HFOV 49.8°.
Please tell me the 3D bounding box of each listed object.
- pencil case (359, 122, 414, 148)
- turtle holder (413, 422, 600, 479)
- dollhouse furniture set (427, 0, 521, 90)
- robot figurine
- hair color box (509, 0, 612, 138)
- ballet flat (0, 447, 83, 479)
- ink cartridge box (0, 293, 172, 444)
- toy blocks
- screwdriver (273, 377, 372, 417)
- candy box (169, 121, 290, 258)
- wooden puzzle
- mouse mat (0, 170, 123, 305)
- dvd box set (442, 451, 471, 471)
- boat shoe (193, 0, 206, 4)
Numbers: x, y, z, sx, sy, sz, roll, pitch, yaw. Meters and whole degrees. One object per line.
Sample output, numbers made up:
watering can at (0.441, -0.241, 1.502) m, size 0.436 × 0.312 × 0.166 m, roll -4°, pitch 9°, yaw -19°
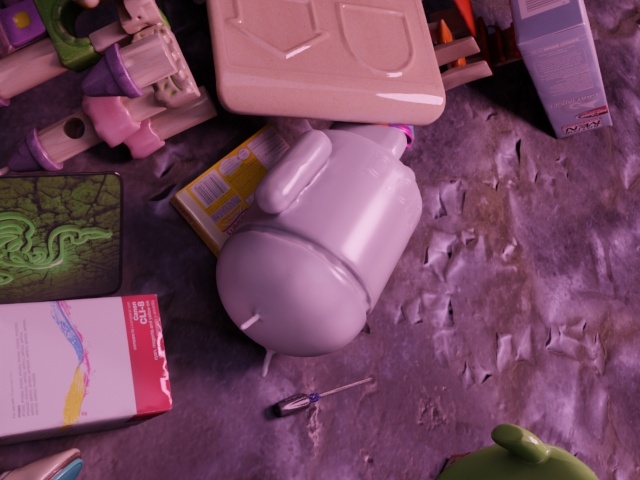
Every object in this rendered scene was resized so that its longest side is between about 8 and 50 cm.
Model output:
pencil case at (0.115, -0.252, 1.134) m, size 0.104 × 0.104 × 0.236 m, roll 21°, pitch 63°, yaw -24°
turtle holder at (0.261, 0.350, 0.794) m, size 0.320 × 0.243 × 0.227 m, roll -45°, pitch 121°, yaw 0°
dollhouse furniture set at (0.253, -0.389, 1.185) m, size 0.259 × 0.135 × 0.262 m, roll 31°, pitch 51°, yaw -57°
robot figurine at (0.000, 0.000, 0.884) m, size 0.353 × 0.200 × 0.300 m, roll -59°, pitch 143°, yaw -28°
hair color box at (0.441, -0.354, 1.266) m, size 0.374 × 0.113 × 0.185 m, roll 31°, pitch 51°, yaw -56°
ballet flat at (-0.333, 0.286, 0.646) m, size 0.086 × 0.086 × 0.248 m, roll 43°, pitch 55°, yaw -11°
ink cartridge box at (-0.265, 0.135, 0.713) m, size 0.176 × 0.128 × 0.127 m, roll -1°, pitch 72°, yaw -34°
toy blocks at (-0.304, -0.224, 0.757) m, size 0.260 × 0.309 × 0.288 m, roll -24°, pitch 91°, yaw 1°
screwdriver at (0.006, 0.208, 0.932) m, size 0.170 × 0.025 × 0.024 m, roll -7°, pitch 74°, yaw -44°
candy box at (-0.104, -0.074, 0.964) m, size 0.105 × 0.027 × 0.206 m, roll 53°, pitch 52°, yaw -10°
wooden puzzle at (-0.007, -0.319, 0.943) m, size 0.322 × 0.080 × 0.348 m, roll -1°, pitch 74°, yaw -24°
mouse mat at (-0.310, 0.000, 0.762) m, size 0.189 × 0.007 × 0.153 m, roll -6°, pitch 111°, yaw -33°
dvd box set at (0.198, 0.541, 0.889) m, size 0.307 × 0.062 × 0.420 m, roll 45°, pitch 54°, yaw -9°
boat shoe at (-0.121, -0.356, 1.022) m, size 0.158 × 0.127 × 0.340 m, roll -20°, pitch 75°, yaw -30°
